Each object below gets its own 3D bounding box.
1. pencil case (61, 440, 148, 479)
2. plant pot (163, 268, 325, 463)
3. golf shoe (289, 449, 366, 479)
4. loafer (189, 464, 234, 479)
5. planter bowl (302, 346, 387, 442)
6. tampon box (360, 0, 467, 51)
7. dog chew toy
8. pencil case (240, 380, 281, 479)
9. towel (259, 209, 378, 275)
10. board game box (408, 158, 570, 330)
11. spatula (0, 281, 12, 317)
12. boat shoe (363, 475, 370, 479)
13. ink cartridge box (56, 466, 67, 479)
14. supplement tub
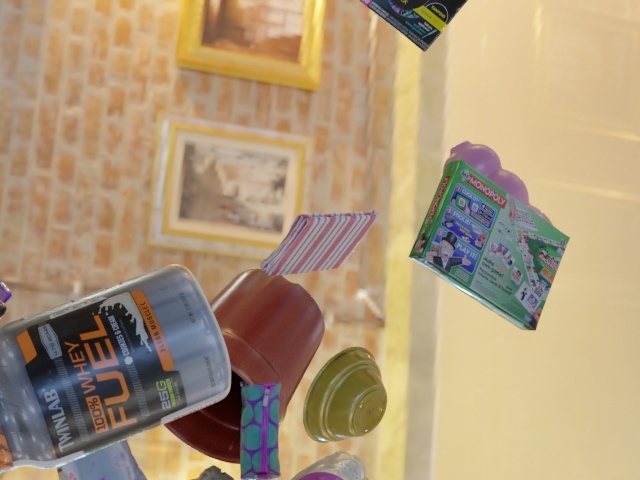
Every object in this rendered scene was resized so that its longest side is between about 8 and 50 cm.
[{"bbox_3d":[-0.359,0.298,1.894,0.273,0.113,0.124,63,-1,11],"label":"pencil case"},{"bbox_3d":[-0.136,0.204,2.176,0.265,0.272,0.272,-53,174,-43],"label":"plant pot"},{"bbox_3d":[-0.039,0.409,1.749,0.306,0.115,0.140,-43,-179,28],"label":"golf shoe"},{"bbox_3d":[-0.214,0.485,2.190,0.111,0.112,0.319,-53,173,-25],"label":"loafer"},{"bbox_3d":[0.072,0.334,2.516,0.090,0.217,0.217,26,-70,39],"label":"planter bowl"},{"bbox_3d":[0.140,-0.358,1.648,0.161,0.120,0.101,-51,-164,14],"label":"tampon box"},{"bbox_3d":[0.375,-0.062,2.676,0.332,0.206,0.206,63,-21,-1],"label":"dog chew toy"},{"bbox_3d":[-0.092,0.293,1.891,0.070,0.064,0.152,136,-45,-68],"label":"pencil case"},{"bbox_3d":[0.000,0.000,2.132,0.144,0.197,0.029,-52,-120,33],"label":"towel"},{"bbox_3d":[0.336,0.013,2.409,0.046,0.317,0.213,-5,-123,58],"label":"board game box"},{"bbox_3d":[-0.486,0.099,1.810,0.084,0.030,0.296,-45,-168,-13],"label":"spatula"},{"bbox_3d":[0.064,0.397,1.787,0.083,0.075,0.226,70,-16,-5],"label":"boat shoe"},{"bbox_3d":[-0.439,0.446,2.288,0.104,0.060,0.180,62,-5,-28],"label":"ink cartridge box"},{"bbox_3d":[-0.288,0.167,1.565,0.193,0.316,0.194,56,-21,35],"label":"supplement tub"}]
